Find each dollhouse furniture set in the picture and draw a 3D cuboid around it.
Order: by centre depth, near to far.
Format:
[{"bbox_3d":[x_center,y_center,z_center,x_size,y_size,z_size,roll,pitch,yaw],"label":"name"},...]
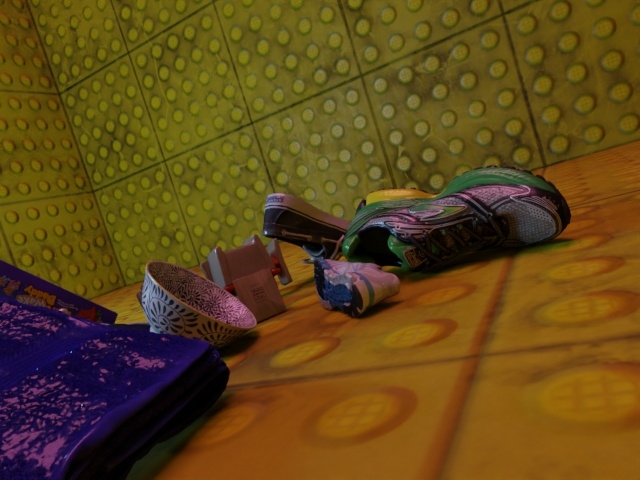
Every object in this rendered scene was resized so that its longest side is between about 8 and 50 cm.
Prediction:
[{"bbox_3d":[-0.166,0.096,0.902,0.262,0.135,0.259,-20,-6,-31],"label":"dollhouse furniture set"}]

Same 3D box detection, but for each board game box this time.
[{"bbox_3d":[-0.627,0.127,1.001,0.233,0.078,0.347,-15,-38,36],"label":"board game box"}]

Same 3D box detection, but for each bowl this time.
[{"bbox_3d":[-0.179,0.105,0.686,0.080,0.170,0.170,-58,2,4],"label":"bowl"}]

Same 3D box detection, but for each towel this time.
[{"bbox_3d":[-0.260,0.115,0.422,0.308,0.076,0.227,6,10,15],"label":"towel"}]

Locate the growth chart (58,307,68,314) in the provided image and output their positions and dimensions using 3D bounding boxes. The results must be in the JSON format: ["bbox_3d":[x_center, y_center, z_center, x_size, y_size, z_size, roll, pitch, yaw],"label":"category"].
[{"bbox_3d":[-0.500,0.198,0.763,0.172,0.021,0.237,-14,-29,-54],"label":"growth chart"}]

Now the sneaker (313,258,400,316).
[{"bbox_3d":[0.049,0.060,0.703,0.083,0.071,0.190,-12,11,-19],"label":"sneaker"}]

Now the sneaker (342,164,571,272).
[{"bbox_3d":[0.189,-0.008,0.751,0.343,0.134,0.146,-10,33,36],"label":"sneaker"}]

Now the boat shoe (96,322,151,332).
[{"bbox_3d":[-0.343,0.170,0.704,0.258,0.109,0.089,-2,10,-3],"label":"boat shoe"}]

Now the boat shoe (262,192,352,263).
[{"bbox_3d":[0.003,0.000,1.077,0.113,0.105,0.306,-5,-21,40],"label":"boat shoe"}]
